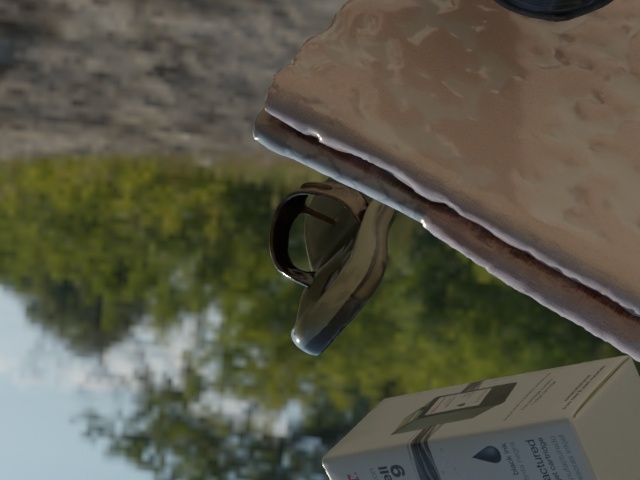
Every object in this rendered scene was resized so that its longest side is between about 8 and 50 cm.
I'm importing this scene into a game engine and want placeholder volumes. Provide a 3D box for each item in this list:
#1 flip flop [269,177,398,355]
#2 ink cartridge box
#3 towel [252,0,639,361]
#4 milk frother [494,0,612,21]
[{"bbox_3d":[0.000,0.000,1.489,0.080,0.112,0.277,31,-158,-7],"label":"flip flop"},{"bbox_3d":[0.174,0.239,1.733,0.289,0.211,0.121,-15,-165,41],"label":"ink cartridge box"},{"bbox_3d":[0.174,-0.066,0.967,0.317,0.053,0.332,30,-135,13],"label":"towel"},{"bbox_3d":[0.067,-0.178,0.891,0.143,0.129,0.135,-19,-146,12],"label":"milk frother"}]
